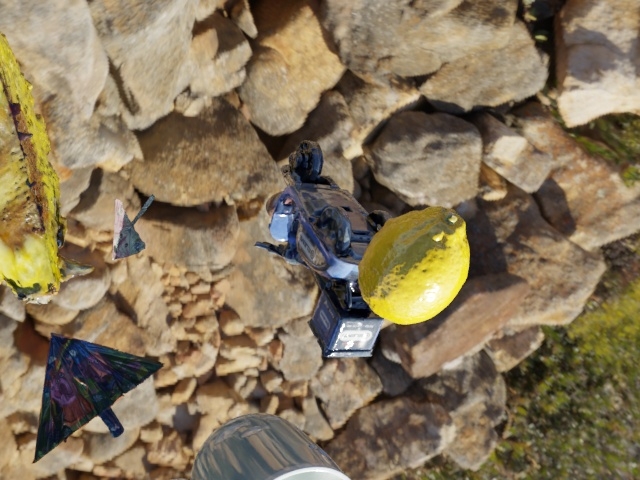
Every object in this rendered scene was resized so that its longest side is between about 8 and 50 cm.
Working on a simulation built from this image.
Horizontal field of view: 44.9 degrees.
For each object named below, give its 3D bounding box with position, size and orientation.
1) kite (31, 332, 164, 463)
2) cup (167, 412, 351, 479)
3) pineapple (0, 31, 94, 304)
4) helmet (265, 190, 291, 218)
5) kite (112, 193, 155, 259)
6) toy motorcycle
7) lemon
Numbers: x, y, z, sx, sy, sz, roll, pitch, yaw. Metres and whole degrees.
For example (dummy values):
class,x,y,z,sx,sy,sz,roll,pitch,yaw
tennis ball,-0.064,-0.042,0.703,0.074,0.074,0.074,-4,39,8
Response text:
class,x,y,z,sx,sy,sz,roll,pitch,yaw
kite,-0.442,0.269,1.427,0.321,0.016,0.234,-37,83,6
cup,-0.138,0.463,1.376,0.356,0.274,0.260,2,101,-25
pineapple,-0.364,-0.072,0.828,0.158,0.161,0.335,-19,108,-8
helmet,-0.072,-0.080,1.656,0.084,0.049,0.065,-29,85,-28
kite,-0.318,-0.029,1.310,0.005,0.153,0.137,8,146,18
toy motorcycle,0.000,0.000,1.210,0.125,0.358,0.213,5,122,-27
lemon,0.105,0.026,0.854,0.114,0.114,0.155,26,123,-17
